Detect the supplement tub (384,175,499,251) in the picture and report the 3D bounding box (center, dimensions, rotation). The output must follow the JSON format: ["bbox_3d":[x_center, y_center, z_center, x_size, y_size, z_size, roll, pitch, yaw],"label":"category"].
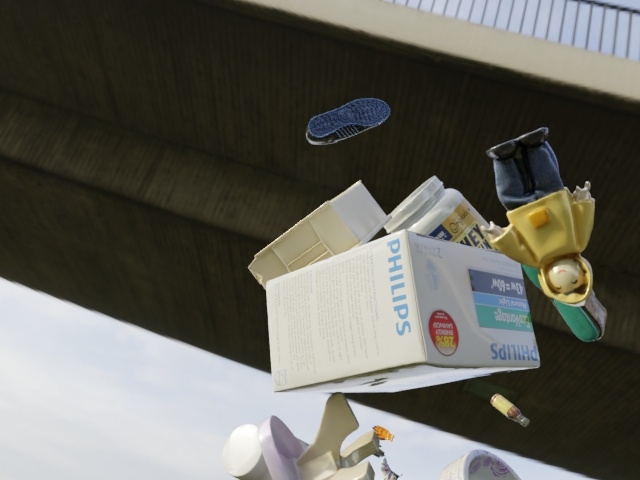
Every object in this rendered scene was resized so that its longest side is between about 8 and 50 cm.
[{"bbox_3d":[0.337,0.007,1.854,0.316,0.228,0.228,47,-34,-1],"label":"supplement tub"}]

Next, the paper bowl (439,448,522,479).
[{"bbox_3d":[0.403,0.676,1.727,0.284,0.284,0.148,32,-57,-22],"label":"paper bowl"}]

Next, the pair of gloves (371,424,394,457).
[{"bbox_3d":[0.168,0.582,2.026,0.074,0.083,0.010,24,-7,32],"label":"pair of gloves"}]

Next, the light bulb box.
[{"bbox_3d":[0.149,0.154,1.311,0.358,0.225,0.361,11,-24,-43],"label":"light bulb box"}]

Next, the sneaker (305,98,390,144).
[{"bbox_3d":[0.069,-0.315,1.869,0.232,0.081,0.090,-15,-9,-11],"label":"sneaker"}]

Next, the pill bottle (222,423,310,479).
[{"bbox_3d":[-0.088,0.503,1.538,0.152,0.152,0.272,-7,-34,36],"label":"pill bottle"}]

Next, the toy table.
[{"bbox_3d":[0.024,0.412,1.240,0.161,0.252,0.274,-29,-82,7],"label":"toy table"}]

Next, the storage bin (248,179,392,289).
[{"bbox_3d":[0.000,0.000,1.612,0.260,0.262,0.123,-36,-88,25],"label":"storage bin"}]

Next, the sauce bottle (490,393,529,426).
[{"bbox_3d":[0.570,0.512,2.102,0.128,0.042,0.042,38,-9,48],"label":"sauce bottle"}]

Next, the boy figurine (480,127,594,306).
[{"bbox_3d":[0.346,-0.025,1.102,0.177,0.285,0.092,-18,0,12],"label":"boy figurine"}]

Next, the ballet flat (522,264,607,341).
[{"bbox_3d":[0.572,0.093,1.650,0.107,0.106,0.316,-21,-74,52],"label":"ballet flat"}]

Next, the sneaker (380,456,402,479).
[{"bbox_3d":[0.233,0.755,2.274,0.069,0.098,0.038,-5,-7,16],"label":"sneaker"}]
